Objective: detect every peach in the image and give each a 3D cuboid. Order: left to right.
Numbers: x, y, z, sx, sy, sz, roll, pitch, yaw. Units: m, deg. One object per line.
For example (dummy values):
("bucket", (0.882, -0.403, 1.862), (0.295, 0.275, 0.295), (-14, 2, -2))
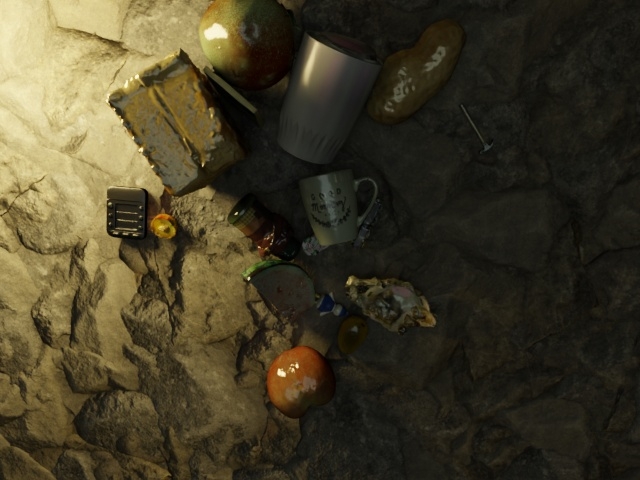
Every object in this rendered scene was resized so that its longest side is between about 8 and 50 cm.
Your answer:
("peach", (-0.558, -0.054, 1.886), (0.098, 0.061, 0.098), (7, 126, 10))
("peach", (-0.074, 0.508, 1.899), (0.252, 0.252, 0.253), (1, 104, 5))

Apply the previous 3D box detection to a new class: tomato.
("tomato", (-0.224, -0.603, 1.591), (0.239, 0.303, 0.303), (-39, 100, -25))

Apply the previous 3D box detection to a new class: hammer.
("hammer", (0.515, -0.376, 1.739), (0.062, 0.017, 0.182), (-31, 98, 11))

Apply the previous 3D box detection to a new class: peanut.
("peanut", (0.295, -0.526, 1.643), (0.387, 0.169, 0.192), (-43, 107, 10))

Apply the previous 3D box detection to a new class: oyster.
("oyster", (0.254, 0.209, 1.871), (0.354, 0.107, 0.201), (33, 125, -16))

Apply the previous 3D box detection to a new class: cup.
("cup", (0.013, -0.446, 1.630), (0.253, 0.253, 0.372), (24, 116, -1))
("cup", (0.074, -0.117, 1.735), (0.258, 0.186, 0.234), (-13, 96, 14))

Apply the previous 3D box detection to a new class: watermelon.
("watermelon", (-0.158, 0.156, 1.812), (0.224, 0.180, 0.305), (-18, 137, 22))

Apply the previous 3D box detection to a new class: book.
("book", (-0.266, -0.442, 1.649), (0.201, 0.289, 0.026), (39, 92, -5))

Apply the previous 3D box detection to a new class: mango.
("mango", (0.115, 0.351, 1.923), (0.103, 0.076, 0.161), (17, 113, -6))

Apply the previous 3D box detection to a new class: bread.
("bread", (-0.422, -0.358, 1.645), (0.279, 0.390, 0.371), (-30, 98, 3))

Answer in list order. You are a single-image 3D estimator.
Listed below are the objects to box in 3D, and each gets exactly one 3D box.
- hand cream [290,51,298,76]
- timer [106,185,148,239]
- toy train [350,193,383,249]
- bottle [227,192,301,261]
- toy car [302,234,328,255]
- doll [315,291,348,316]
("hand cream", (-0.064, -0.545, 1.737), (0.084, 0.053, 0.142), (18, 89, 0))
("timer", (-0.697, -0.101, 1.893), (0.144, 0.055, 0.188), (6, 100, 2))
("toy train", (0.159, -0.063, 1.816), (0.060, 0.081, 0.202), (24, 111, 0))
("bottle", (-0.186, -0.029, 1.810), (0.271, 0.143, 0.156), (42, 85, -19))
("toy car", (0.000, 0.000, 1.855), (0.142, 0.055, 0.069), (-30, 101, -3))
("doll", (0.036, 0.239, 1.910), (0.142, 0.057, 0.099), (26, 84, -3))
